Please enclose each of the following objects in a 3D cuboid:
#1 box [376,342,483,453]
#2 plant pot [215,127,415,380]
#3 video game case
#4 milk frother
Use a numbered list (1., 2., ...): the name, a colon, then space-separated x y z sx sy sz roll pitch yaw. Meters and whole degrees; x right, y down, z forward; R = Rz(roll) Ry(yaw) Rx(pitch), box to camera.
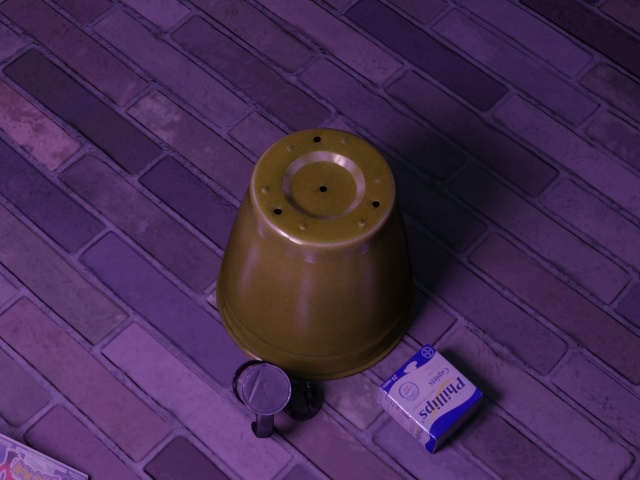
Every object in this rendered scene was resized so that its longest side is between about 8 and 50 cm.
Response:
1. box: 0.188 0.271 2.039 0.126 0.072 0.137 -39 68 -23
2. plant pot: 0.000 0.000 2.034 0.367 0.353 0.366 2 58 -2
3. video game case: -0.488 0.417 1.882 0.201 0.023 0.183 32 56 -24
4. milk frother: -0.066 0.257 1.997 0.143 0.135 0.129 -18 92 -10
